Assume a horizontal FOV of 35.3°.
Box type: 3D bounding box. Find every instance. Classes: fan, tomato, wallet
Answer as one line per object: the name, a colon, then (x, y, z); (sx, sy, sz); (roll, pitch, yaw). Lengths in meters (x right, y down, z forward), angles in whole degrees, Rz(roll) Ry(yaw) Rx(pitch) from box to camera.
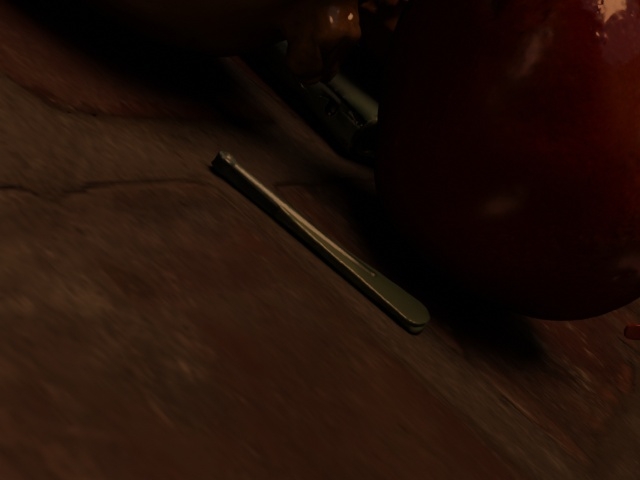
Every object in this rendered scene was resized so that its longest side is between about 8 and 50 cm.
fan: (0.000, 0.000, 0.715); (0.193, 0.016, 0.038); (38, 19, 1)
tomato: (0.193, -0.101, 0.849); (0.293, 0.289, 0.325); (18, 70, -40)
wallet: (0.015, -0.179, 1.118); (0.176, 0.075, 0.250); (6, 36, -54)

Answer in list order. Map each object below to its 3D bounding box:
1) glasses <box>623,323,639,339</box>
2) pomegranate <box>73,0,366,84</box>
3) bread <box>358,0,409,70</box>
glasses: (0.466, 0.099, 1.228); (0.268, 0.118, 0.234); (31, 19, -20)
pomegranate: (-0.059, -0.324, 0.843); (0.411, 0.411, 0.411); (34, 17, -12)
bread: (0.184, -0.247, 1.139); (0.358, 0.204, 0.337); (26, 26, -25)
